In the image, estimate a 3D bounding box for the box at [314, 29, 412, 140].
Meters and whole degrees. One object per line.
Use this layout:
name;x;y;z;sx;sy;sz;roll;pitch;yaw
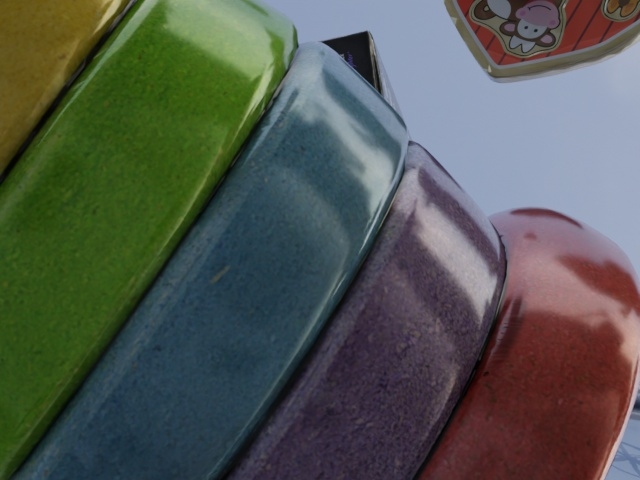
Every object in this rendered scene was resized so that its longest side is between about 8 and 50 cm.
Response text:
box;0.000;0.000;1.074;0.142;0.247;0.163;-11;-118;9

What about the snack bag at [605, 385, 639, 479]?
snack bag;0.323;0.187;1.098;0.342;0.323;0.037;35;-107;-25

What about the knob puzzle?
knob puzzle;0.162;-0.192;1.080;0.213;0.213;0.030;-39;-35;1

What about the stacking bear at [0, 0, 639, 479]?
stacking bear;-0.082;-0.011;0.384;0.289;0.164;0.175;34;-103;-8
